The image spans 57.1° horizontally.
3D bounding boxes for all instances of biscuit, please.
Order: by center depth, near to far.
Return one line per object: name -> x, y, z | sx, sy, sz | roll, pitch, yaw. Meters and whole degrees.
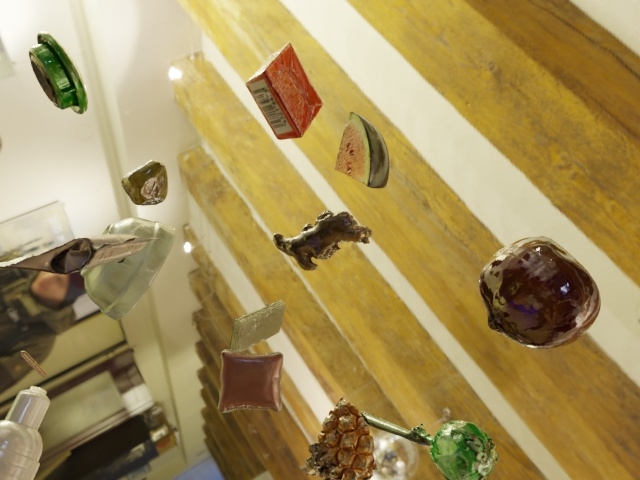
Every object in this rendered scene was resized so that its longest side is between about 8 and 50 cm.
biscuit -> -0.188, 0.262, 1.795 | 0.040, 0.199, 0.121 | 30, -59, 31

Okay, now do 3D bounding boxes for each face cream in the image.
face cream -> -0.665, 0.471, 1.215 | 0.145, 0.370, 0.145 | 10, -32, 6

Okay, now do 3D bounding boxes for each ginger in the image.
ginger -> 0.002, -0.001, 1.845 | 0.080, 0.332, 0.166 | 33, 40, -63

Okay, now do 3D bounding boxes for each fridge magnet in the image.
fridge magnet -> -0.638, -0.404, 1.435 | 0.208, 0.088, 0.208 | 41, -30, 31

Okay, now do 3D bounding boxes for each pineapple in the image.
pineapple -> 0.048, 0.532, 1.437 | 0.139, 0.164, 0.250 | 14, -78, 48

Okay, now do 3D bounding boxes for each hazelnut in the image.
hazelnut -> 0.423, 0.112, 1.149 | 0.229, 0.229, 0.230 | 45, -30, 35

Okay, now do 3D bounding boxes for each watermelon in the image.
watermelon -> 0.121, -0.192, 1.371 | 0.137, 0.145, 0.193 | -29, -117, 47

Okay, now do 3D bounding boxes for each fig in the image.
fig -> -0.590, -0.199, 2.000 | 0.154, 0.166, 0.144 | 28, 8, -1

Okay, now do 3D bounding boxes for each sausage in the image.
sausage -> -0.743, 0.321, 1.524 | 0.015, 0.015, 0.100 | 16, -39, 58

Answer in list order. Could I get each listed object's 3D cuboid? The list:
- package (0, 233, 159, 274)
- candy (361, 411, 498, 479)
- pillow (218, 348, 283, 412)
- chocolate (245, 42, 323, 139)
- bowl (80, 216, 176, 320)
package -> -0.466, 0.028, 1.127 | 0.204, 0.250, 0.062 | -24, 105, -80
candy -> 0.156, 0.322, 0.975 | 0.323, 0.097, 0.097 | -5, -70, 59
pillow -> -0.194, 0.394, 1.649 | 0.075, 0.179, 0.172 | 145, -53, -80
chocolate -> -0.111, -0.464, 1.859 | 0.108, 0.235, 0.237 | -15, -57, 32
bowl -> -0.555, 0.060, 1.652 | 0.163, 0.307, 0.307 | 32, -14, -24
